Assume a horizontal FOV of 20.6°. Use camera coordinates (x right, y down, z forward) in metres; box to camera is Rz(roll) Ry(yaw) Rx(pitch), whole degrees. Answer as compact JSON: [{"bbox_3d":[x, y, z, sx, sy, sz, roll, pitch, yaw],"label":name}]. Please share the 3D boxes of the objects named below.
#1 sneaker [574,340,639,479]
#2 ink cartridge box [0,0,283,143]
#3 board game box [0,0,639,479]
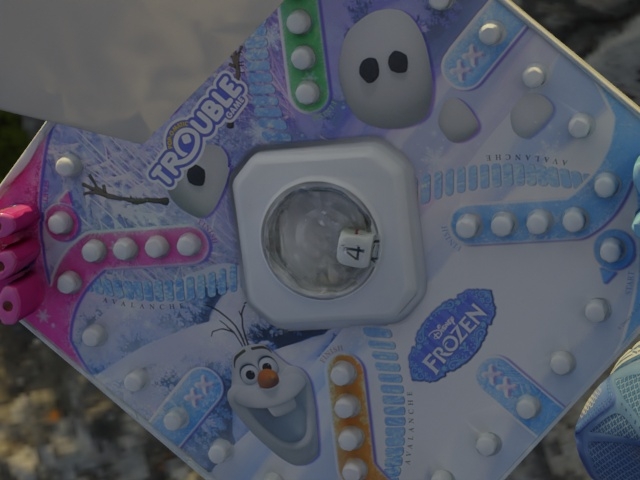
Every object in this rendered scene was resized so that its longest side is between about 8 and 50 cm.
[{"bbox_3d":[0.195,0.133,0.808,0.130,0.147,0.330,60,168,-17],"label":"sneaker"},{"bbox_3d":[-0.130,-0.185,0.580,0.197,0.270,0.198,-43,57,28],"label":"ink cartridge box"},{"bbox_3d":[0.000,0.000,1.143,0.390,0.050,0.390,40,110,2],"label":"board game box"}]
